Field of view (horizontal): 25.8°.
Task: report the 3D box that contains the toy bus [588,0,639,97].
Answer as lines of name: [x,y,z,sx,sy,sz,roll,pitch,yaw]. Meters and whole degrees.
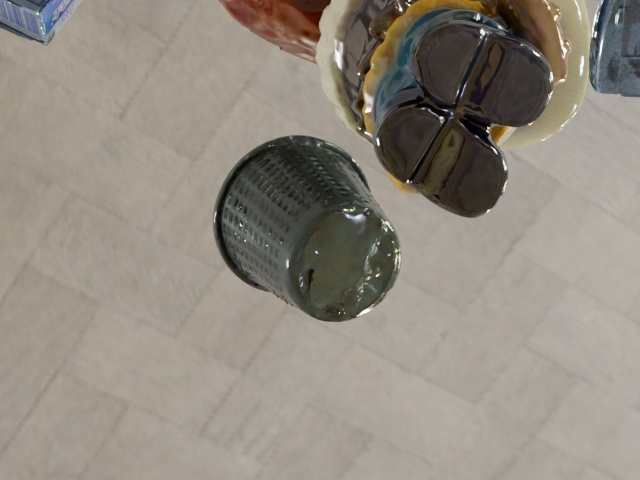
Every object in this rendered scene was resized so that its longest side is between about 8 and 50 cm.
toy bus: [0.211,-0.096,0.654,0.166,0.047,0.065,2,115,5]

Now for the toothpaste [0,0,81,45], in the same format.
toothpaste: [-0.318,-0.245,1.111,0.272,0.053,0.066,27,67,11]

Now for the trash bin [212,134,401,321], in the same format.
trash bin: [0.000,0.000,1.381,0.175,0.161,0.175,-8,113,-20]

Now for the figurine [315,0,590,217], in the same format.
figurine: [0.078,-0.129,0.989,0.204,0.332,0.185,30,106,10]

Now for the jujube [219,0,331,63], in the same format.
jujube: [0.020,-0.301,1.560,0.318,0.223,0.223,31,104,-10]
